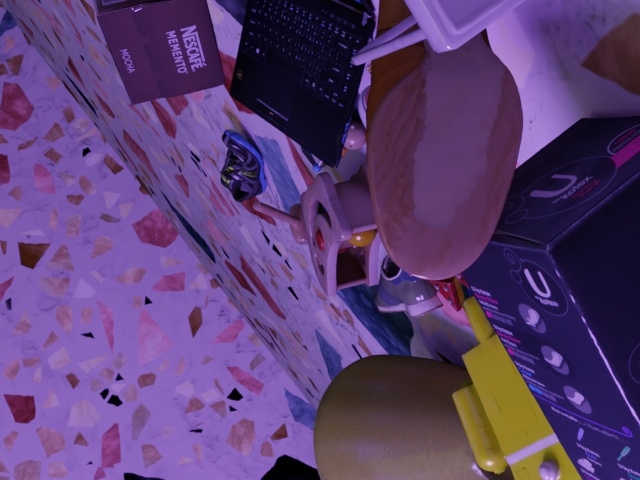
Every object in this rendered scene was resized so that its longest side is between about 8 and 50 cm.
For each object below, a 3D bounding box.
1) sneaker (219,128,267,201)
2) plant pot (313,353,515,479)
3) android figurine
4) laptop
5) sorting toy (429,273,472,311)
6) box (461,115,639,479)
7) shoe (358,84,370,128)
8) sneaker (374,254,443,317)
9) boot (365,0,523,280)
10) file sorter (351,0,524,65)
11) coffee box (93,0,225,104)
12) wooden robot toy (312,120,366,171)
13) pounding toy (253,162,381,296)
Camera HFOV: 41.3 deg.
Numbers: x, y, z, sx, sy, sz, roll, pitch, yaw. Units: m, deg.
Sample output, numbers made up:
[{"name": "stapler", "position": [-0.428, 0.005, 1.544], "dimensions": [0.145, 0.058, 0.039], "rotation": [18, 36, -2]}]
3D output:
[{"name": "sneaker", "position": [-0.148, -0.130, 1.560], "dimensions": [0.067, 0.078, 0.188], "rotation": [45, 163, 27]}, {"name": "plant pot", "position": [0.177, 0.289, 1.241], "dimensions": [0.274, 0.275, 0.293], "rotation": [55, 149, -6]}, {"name": "android figurine", "position": [0.236, 0.158, 0.850], "dimensions": [0.248, 0.056, 0.272], "rotation": [-42, 59, 45]}, {"name": "laptop", "position": [-0.066, -0.241, 0.916], "dimensions": [0.234, 0.137, 0.264], "rotation": [40, 125, 43]}, {"name": "sorting toy", "position": [0.178, 0.049, 1.038], "dimensions": [0.132, 0.046, 0.274], "rotation": [39, 160, 44]}, {"name": "box", "position": [0.241, 0.060, 0.634], "dimensions": [0.270, 0.165, 0.143], "rotation": [57, 165, -17]}, {"name": "shoe", "position": [0.114, -0.106, 0.857], "dimensions": [0.178, 0.063, 0.081], "rotation": [46, 163, 7]}, {"name": "sneaker", "position": [0.117, 0.058, 1.233], "dimensions": [0.086, 0.064, 0.192], "rotation": [68, 167, -5]}, {"name": "boot", "position": [0.084, -0.096, 0.675], "dimensions": [0.211, 0.104, 0.295], "rotation": [99, 176, -76]}, {"name": "file sorter", "position": [0.040, -0.264, 0.468], "dimensions": [0.277, 0.193, 0.173], "rotation": [57, 168, -14]}, {"name": "coffee box", "position": [-0.210, -0.334, 1.004], "dimensions": [0.168, 0.119, 0.297], "rotation": [87, 167, -65]}, {"name": "wooden robot toy", "position": [0.027, -0.147, 1.063], "dimensions": [0.079, 0.076, 0.173], "rotation": [9, 148, 16]}, {"name": "pounding toy", "position": [0.000, 0.000, 1.182], "dimensions": [0.269, 0.155, 0.154], "rotation": [139, 117, -75]}]
